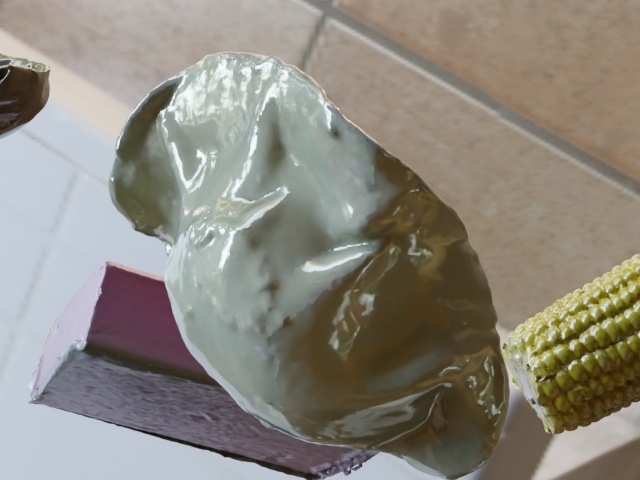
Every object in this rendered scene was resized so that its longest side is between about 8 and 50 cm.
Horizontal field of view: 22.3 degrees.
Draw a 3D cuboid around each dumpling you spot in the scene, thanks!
[{"bbox_3d":[0.002,0.001,0.579,0.169,0.100,0.134,58,148,36],"label":"dumpling"}]

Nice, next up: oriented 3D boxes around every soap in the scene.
[{"bbox_3d":[-0.081,0.108,1.268,0.181,0.259,0.081,137,148,-61],"label":"soap"}]

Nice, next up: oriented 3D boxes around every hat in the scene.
[{"bbox_3d":[-0.306,-0.083,1.316,0.166,0.144,0.173,27,96,42],"label":"hat"}]

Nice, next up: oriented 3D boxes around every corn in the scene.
[{"bbox_3d":[0.226,0.033,0.966,0.248,0.081,0.081,-28,77,4],"label":"corn"}]
